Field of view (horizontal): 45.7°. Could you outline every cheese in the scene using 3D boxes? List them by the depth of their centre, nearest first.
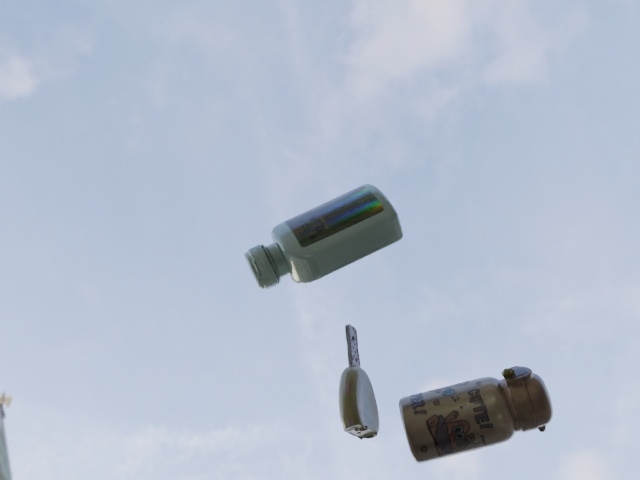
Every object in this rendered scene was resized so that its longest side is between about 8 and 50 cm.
[{"bbox_3d":[0.058,0.231,1.274,0.037,0.192,0.097,-21,-34,24],"label":"cheese"}]

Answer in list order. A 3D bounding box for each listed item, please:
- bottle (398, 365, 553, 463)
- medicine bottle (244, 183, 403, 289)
[{"bbox_3d":[0.222,0.242,1.087,0.209,0.097,0.110,-17,-74,7],"label":"bottle"},{"bbox_3d":[0.000,0.000,1.148,0.228,0.121,0.083,-26,-56,-8],"label":"medicine bottle"}]
